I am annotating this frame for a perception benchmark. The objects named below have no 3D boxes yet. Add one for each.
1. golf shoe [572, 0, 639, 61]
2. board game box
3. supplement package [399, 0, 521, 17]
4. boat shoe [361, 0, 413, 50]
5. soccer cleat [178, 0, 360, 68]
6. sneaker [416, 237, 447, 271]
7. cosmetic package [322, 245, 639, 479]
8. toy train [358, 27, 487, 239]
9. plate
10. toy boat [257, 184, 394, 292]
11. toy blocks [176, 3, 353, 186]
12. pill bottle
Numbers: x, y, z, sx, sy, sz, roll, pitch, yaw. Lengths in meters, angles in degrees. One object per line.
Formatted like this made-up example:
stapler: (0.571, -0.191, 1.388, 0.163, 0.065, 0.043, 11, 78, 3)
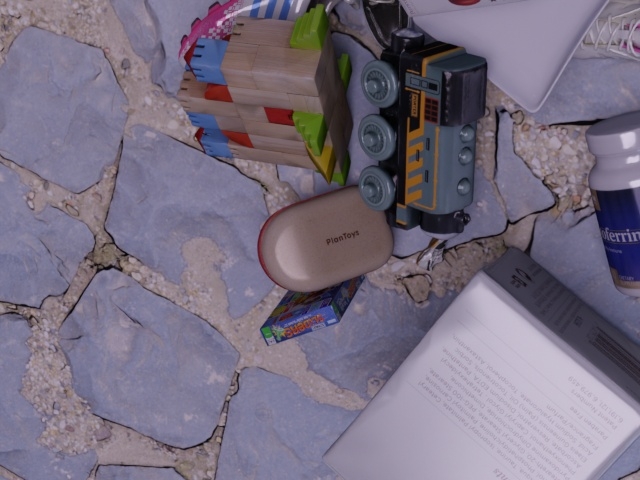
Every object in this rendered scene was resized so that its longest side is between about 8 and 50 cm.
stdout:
golf shoe: (0.458, -0.318, 1.651, 0.306, 0.140, 0.115, 0, 110, 17)
board game box: (-0.011, 0.105, 1.892, 0.136, 0.201, 0.035, -20, 103, 21)
supplement package: (0.191, -0.445, 1.582, 0.203, 0.149, 0.194, 0, 145, 38)
boat shoe: (0.092, -0.399, 1.759, 0.077, 0.070, 0.219, -9, 106, 18)
soccer cleat: (-0.085, -0.343, 1.792, 0.331, 0.116, 0.143, -33, 79, 21)
sneaker: (0.200, 0.018, 1.900, 0.037, 0.032, 0.083, 31, 119, -12)
cosmetic package: (0.279, 0.272, 1.751, 0.327, 0.329, 0.394, 41, 106, 10)
toy train: (0.163, -0.161, 1.750, 0.190, 0.142, 0.334, 24, 123, 42)
plate: (0.304, -0.379, 1.677, 0.278, 0.045, 0.277, 43, 118, 26)
toy boat: (0.000, 0.000, 1.889, 0.231, 0.151, 0.151, -18, 93, -21)
toy blocks: (-0.101, -0.231, 1.759, 0.260, 0.381, 0.191, 9, 67, 13)
pill bottle: (0.501, -0.059, 1.720, 0.153, 0.153, 0.265, -13, 104, 19)
